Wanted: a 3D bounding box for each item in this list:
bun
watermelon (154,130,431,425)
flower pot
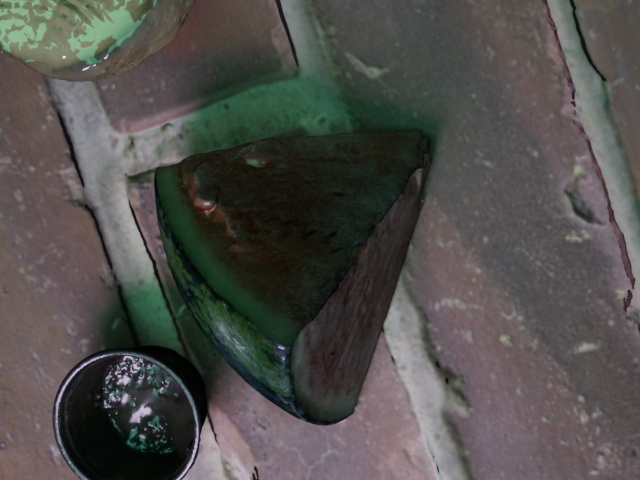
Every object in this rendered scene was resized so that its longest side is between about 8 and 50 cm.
[{"bbox_3d":[-0.234,-0.279,1.842,0.259,0.152,0.259,0,89,9],"label":"bun"},{"bbox_3d":[-0.024,0.029,1.887,0.283,0.292,0.250,54,149,22],"label":"watermelon"},{"bbox_3d":[-0.183,0.175,1.945,0.157,0.107,0.157,3,102,14],"label":"flower pot"}]
